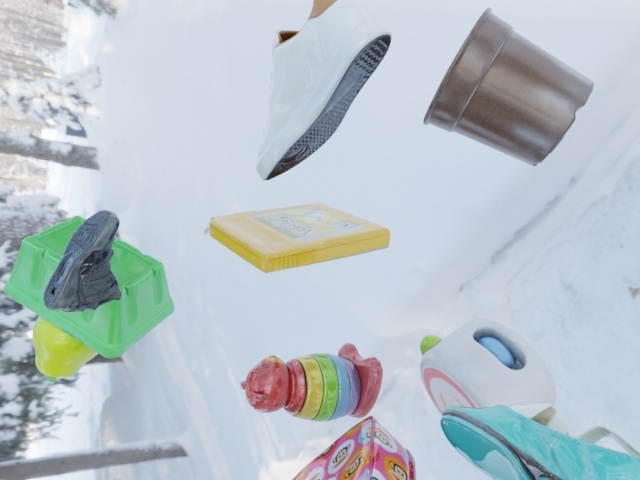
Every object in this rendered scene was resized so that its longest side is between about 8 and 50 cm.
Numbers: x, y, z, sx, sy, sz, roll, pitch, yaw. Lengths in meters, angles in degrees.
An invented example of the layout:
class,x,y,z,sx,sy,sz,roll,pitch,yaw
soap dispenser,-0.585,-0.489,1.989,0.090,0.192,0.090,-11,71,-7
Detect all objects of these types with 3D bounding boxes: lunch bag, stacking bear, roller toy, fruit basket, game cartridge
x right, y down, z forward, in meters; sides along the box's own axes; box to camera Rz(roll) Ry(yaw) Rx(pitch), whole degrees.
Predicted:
class,x,y,z,sx,sy,sz,roll,pitch,yaw
lunch bag,0.013,0.428,0.696,0.120,0.258,0.293,44,100,3
stacking bear,-0.031,0.327,1.053,0.175,0.288,0.165,13,94,62
roller toy,0.278,0.237,0.770,0.209,0.146,0.191,60,162,-1
fruit basket,-0.609,0.177,1.213,0.391,0.283,0.393,11,118,20
game cartridge,-0.054,-0.021,1.041,0.285,0.323,0.053,25,117,49

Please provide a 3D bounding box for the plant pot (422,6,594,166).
class,x,y,z,sx,sy,sz,roll,pitch,yaw
plant pot,0.253,-0.195,0.624,0.165,0.167,0.167,31,119,9

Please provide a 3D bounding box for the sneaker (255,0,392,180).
class,x,y,z,sx,sy,sz,roll,pitch,yaw
sneaker,-0.027,-0.203,0.626,0.123,0.105,0.290,51,135,8

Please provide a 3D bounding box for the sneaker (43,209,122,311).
class,x,y,z,sx,sy,sz,roll,pitch,yaw
sneaker,-0.460,0.049,0.965,0.087,0.130,0.228,27,90,35

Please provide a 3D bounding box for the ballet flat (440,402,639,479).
class,x,y,z,sx,sy,sz,roll,pitch,yaw
ballet flat,0.209,0.193,0.409,0.083,0.087,0.247,62,163,-10
